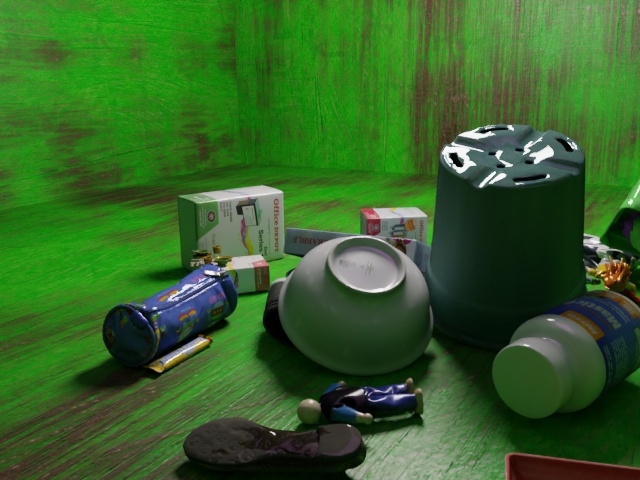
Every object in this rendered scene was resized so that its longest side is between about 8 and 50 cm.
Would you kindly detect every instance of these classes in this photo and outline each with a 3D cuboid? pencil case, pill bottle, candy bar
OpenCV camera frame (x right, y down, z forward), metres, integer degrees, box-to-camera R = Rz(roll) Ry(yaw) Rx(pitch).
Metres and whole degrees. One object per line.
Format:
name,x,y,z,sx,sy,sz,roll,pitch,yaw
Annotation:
pencil case,-0.281,0.137,1.284,0.119,0.133,0.306,38,28,13
pill bottle,0.392,0.178,1.020,0.272,0.152,0.152,-13,18,-42
candy bar,-0.261,0.211,1.213,0.040,0.018,0.161,7,17,29

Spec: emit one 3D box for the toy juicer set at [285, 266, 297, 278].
toy juicer set,0.023,0.088,1.507,0.209,0.089,0.329,2,17,12

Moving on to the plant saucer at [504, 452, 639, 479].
plant saucer,0.323,0.322,0.668,0.259,0.047,0.258,3,15,14

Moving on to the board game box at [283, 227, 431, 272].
board game box,0.123,0.034,1.580,0.319,0.065,0.318,6,-5,26

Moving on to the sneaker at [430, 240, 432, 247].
sneaker,0.415,0.030,1.745,0.105,0.095,0.236,-4,11,-42

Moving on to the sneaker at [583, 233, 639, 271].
sneaker,0.749,0.025,1.720,0.153,0.094,0.235,-5,15,-20

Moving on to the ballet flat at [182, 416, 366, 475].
ballet flat,-0.062,0.281,0.865,0.250,0.058,0.084,-4,35,12

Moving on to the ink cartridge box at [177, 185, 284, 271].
ink cartridge box,-0.243,-0.034,1.809,0.278,0.201,0.117,-11,18,-36

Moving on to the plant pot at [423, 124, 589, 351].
plant pot,0.357,-0.022,1.254,0.342,0.334,0.341,-6,34,4

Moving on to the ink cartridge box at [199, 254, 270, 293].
ink cartridge box,-0.232,0.087,1.599,0.198,0.067,0.115,-6,14,-16

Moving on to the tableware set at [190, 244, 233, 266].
tableware set,-0.271,0.036,1.622,0.104,0.024,0.154,-3,11,-6

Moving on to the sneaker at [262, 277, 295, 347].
sneaker,0.022,0.157,1.271,0.296,0.104,0.147,8,29,11

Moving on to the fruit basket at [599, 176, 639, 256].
fruit basket,0.828,0.033,1.447,0.393,0.391,0.283,1,-20,10

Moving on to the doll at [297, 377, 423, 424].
doll,0.058,0.247,0.986,0.189,0.046,0.129,-4,13,-12

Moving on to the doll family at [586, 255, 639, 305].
doll family,0.590,0.083,1.445,0.263,0.118,0.163,5,15,21

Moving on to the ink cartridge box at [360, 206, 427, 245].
ink cartridge box,0.209,-0.021,1.869,0.176,0.128,0.127,-3,14,-6

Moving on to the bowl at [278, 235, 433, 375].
bowl,0.075,0.087,1.185,0.298,0.134,0.297,5,43,-5
